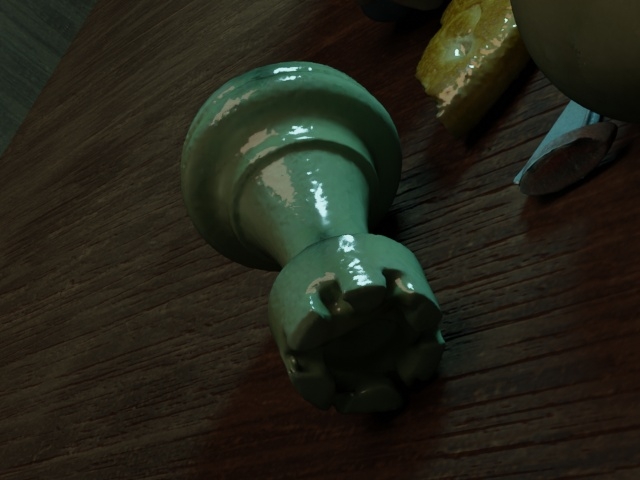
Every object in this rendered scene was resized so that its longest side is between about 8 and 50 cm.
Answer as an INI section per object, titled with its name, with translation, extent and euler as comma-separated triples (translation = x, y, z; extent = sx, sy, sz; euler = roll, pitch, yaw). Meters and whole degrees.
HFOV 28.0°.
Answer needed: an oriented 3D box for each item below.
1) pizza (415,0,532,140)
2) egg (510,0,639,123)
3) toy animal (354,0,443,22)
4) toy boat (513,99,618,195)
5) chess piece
[pizza]
translation = 0.157, -0.200, 1.158
extent = 0.134, 0.056, 0.271
euler = -22, 38, 46
[egg]
translation = 0.217, -0.180, 0.849
extent = 0.186, 0.186, 0.253
euler = -37, 26, 30
[toy animal]
translation = 0.063, -0.337, 1.302
extent = 0.210, 0.230, 0.221
euler = -36, 15, -18
[toy boat]
translation = 0.191, -0.087, 0.977
extent = 0.096, 0.034, 0.122
euler = -33, 21, 37
[chess piece]
translation = 0.000, 0.000, 1.022
extent = 0.194, 0.194, 0.299
euler = -45, 33, 15
